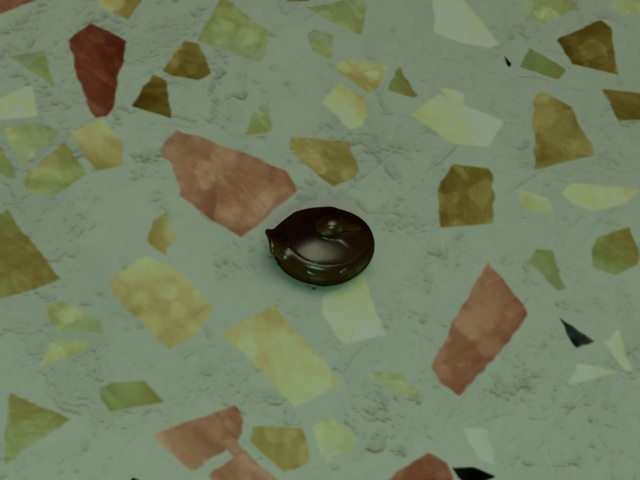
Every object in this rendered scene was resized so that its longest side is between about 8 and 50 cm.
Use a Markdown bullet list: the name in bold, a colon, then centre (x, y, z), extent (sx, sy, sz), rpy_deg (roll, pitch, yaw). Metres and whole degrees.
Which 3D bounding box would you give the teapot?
- **teapot**: centre (0.000, 0.000, 1.665), extent (0.129, 0.078, 0.098), rpy_deg (-3, 56, -16)
